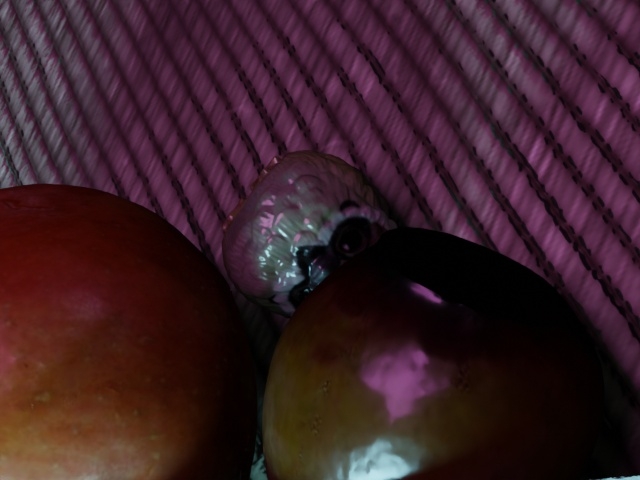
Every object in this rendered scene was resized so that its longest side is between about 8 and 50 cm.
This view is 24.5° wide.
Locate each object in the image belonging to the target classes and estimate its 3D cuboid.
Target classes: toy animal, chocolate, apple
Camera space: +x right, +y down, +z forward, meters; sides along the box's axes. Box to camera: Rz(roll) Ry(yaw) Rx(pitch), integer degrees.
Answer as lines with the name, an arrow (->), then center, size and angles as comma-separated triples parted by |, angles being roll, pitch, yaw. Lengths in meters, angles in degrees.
toy animal -> 0.000, 0.000, 0.821 | 0.098, 0.137, 0.098 | 1, 96, 9
chocolate -> 0.049, 0.086, 0.685 | 0.176, 0.176, 0.177 | -17, 63, 37
apple -> -0.162, 0.095, 0.807 | 0.272, 0.206, 0.252 | -12, 78, 58

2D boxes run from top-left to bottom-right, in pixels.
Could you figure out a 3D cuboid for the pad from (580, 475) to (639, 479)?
pad -> 0.071, 0.200, 0.623 | 0.330, 0.004, 0.220 | -12, 106, 38
